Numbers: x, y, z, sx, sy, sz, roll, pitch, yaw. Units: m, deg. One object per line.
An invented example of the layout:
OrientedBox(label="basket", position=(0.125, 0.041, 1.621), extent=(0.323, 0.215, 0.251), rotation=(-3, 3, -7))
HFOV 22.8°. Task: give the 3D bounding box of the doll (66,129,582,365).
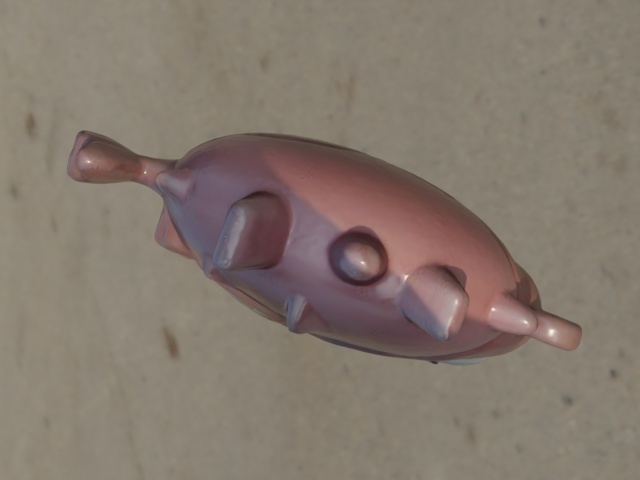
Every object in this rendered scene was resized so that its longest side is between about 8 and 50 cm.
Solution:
OrientedBox(label="doll", position=(0.000, 0.000, 0.762), extent=(0.211, 0.262, 0.093), rotation=(-14, -57, -88))
